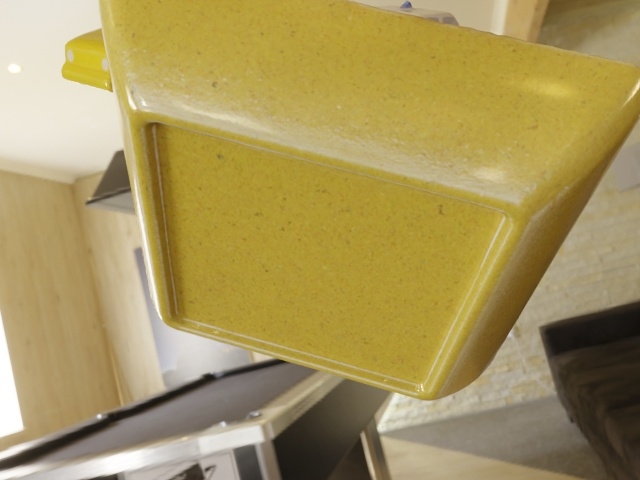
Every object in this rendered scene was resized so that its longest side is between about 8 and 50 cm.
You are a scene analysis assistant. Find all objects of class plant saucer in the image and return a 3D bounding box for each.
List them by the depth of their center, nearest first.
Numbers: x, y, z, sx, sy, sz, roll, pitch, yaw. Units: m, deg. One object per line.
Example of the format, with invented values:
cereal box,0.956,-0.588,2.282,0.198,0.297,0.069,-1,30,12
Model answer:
plant saucer,0.000,0.000,0.459,0.333,0.081,0.332,15,-40,6

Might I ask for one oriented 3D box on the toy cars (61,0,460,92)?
toy cars,-0.025,-0.186,0.576,0.394,0.087,0.176,-1,25,-8
